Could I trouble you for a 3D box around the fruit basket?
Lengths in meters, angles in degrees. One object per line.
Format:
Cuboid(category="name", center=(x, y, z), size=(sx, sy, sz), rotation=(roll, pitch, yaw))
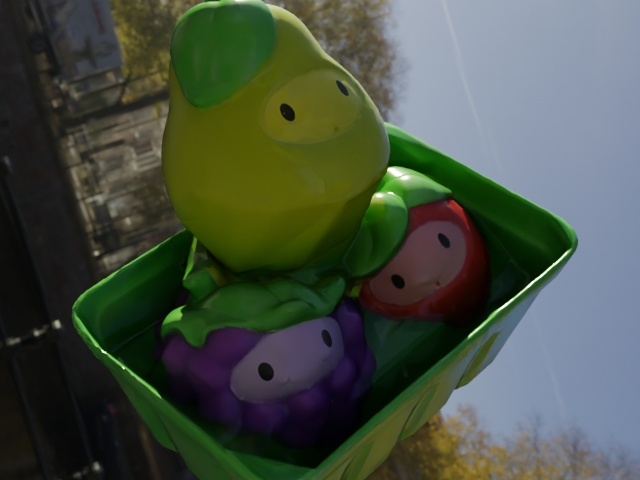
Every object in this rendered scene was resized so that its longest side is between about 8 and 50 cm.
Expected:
Cuboid(category="fruit basket", center=(0.000, 0.000, 0.773), size=(0.283, 0.392, 0.392), rotation=(34, -28, 30))
